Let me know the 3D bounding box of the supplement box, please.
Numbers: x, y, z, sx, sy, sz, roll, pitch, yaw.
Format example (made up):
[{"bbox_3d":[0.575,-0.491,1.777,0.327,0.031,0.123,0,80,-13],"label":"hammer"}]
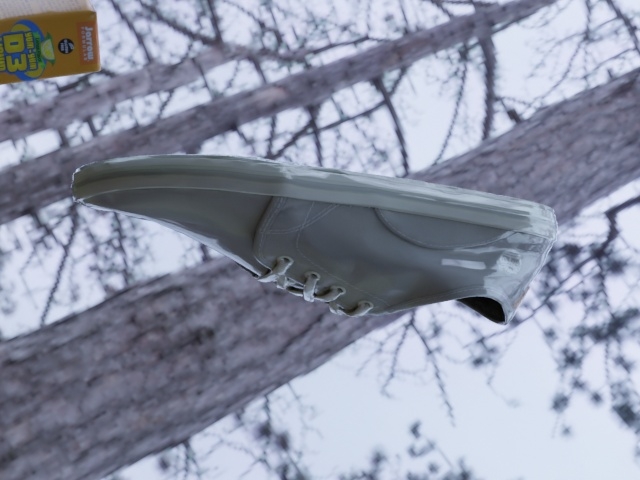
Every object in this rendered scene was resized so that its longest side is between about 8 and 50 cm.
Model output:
[{"bbox_3d":[-0.361,-0.216,1.305,0.080,0.234,0.078,-130,-147,-51],"label":"supplement box"}]

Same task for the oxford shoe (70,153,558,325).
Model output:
[{"bbox_3d":[0.000,0.000,1.082,0.169,0.450,0.130,-173,-88,-76],"label":"oxford shoe"}]
